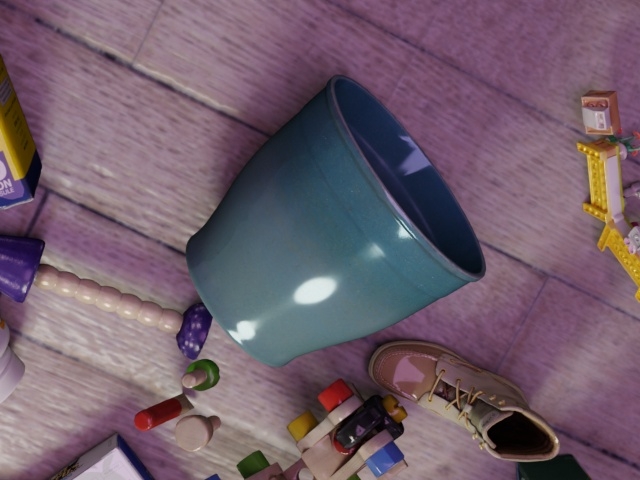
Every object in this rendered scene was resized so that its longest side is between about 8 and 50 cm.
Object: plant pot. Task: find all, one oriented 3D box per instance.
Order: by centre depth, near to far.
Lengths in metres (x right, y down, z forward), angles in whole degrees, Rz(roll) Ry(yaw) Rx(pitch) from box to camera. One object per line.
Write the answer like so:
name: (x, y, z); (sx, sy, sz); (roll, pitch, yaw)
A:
plant pot: (0.000, 0.000, 1.598); (0.255, 0.271, 0.271); (-36, 106, 16)

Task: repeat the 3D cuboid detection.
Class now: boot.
boot: (0.169, 0.190, 1.704); (0.213, 0.165, 0.077); (21, 99, -14)

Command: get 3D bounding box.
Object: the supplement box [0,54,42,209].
supplement box: (-0.448, -0.192, 1.511); (0.194, 0.195, 0.356); (-20, 105, -3)

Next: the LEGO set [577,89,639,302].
LEGO set: (0.391, -0.048, 1.714); (0.107, 0.132, 0.287); (-21, 82, -20)

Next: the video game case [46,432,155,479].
video game case: (-0.269, 0.408, 1.750); (0.244, 0.061, 0.269); (-34, 105, 0)

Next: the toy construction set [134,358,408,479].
toy construction set: (-0.037, 0.245, 1.687); (0.309, 0.237, 0.257); (28, 100, 12)

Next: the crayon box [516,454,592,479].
crayon box: (0.309, 0.407, 1.695); (0.083, 0.323, 0.203); (-5, 104, -7)

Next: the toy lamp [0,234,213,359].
toy lamp: (-0.261, 0.060, 1.660); (0.275, 0.080, 0.080); (19, 100, -13)

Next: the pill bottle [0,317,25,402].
pill bottle: (-0.431, 0.096, 1.615); (0.117, 0.117, 0.215); (-38, 115, 2)
